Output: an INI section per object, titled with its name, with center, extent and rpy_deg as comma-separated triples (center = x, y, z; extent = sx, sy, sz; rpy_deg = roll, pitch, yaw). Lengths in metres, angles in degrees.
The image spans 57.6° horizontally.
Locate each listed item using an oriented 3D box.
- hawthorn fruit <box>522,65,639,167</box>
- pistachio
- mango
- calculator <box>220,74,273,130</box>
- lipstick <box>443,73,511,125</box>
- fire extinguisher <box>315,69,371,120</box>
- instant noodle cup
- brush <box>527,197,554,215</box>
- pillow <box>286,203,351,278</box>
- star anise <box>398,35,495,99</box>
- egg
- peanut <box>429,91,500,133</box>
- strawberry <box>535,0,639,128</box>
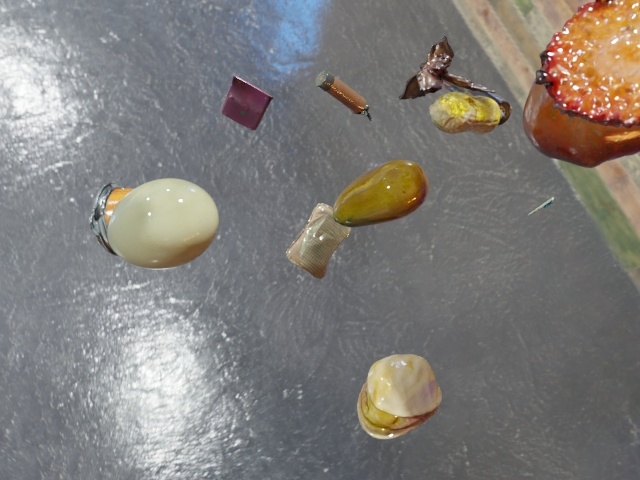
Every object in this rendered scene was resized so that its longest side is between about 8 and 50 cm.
[hawthorn fruit]
center = 0.578, -0.315, 1.245
extent = 0.277, 0.277, 0.298
rpy_deg = -47, 130, -33
[pistachio]
center = 0.239, 0.466, 1.757
extent = 0.230, 0.230, 0.309
rpy_deg = 52, 36, 9
[mango]
center = 0.152, -0.118, 1.472
extent = 0.139, 0.255, 0.175
rpy_deg = 65, 33, -14
[calculator]
center = -0.221, -0.395, 1.707
extent = 0.127, 0.190, 0.034
rpy_deg = 27, 61, -10
[lipstick]
center = 0.445, -0.418, 1.698
extent = 0.081, 0.081, 0.299
rpy_deg = -1, 31, -22
[fire extinguisher]
center = 0.030, -0.170, 0.694
extent = 0.083, 0.022, 0.028
rpy_deg = 28, 40, -35
[instant noodle cup]
center = -0.439, -0.057, 1.395
extent = 0.126, 0.177, 0.208
rpy_deg = -6, 21, 13
[brush]
center = 0.590, -0.087, 1.557
extent = 0.013, 0.083, 0.016
rpy_deg = 49, 43, 0
[pillow]
center = -0.002, -0.002, 1.722
extent = 0.135, 0.034, 0.211
rpy_deg = 34, 71, -8
[star anise]
center = 0.261, -0.326, 1.197
extent = 0.144, 0.140, 0.158
rpy_deg = 32, 98, -17
[egg]
center = -0.328, -0.032, 1.208
extent = 0.242, 0.186, 0.186
rpy_deg = -13, 62, 20
[peanut]
center = 0.305, -0.266, 1.227
extent = 0.207, 0.087, 0.087
rpy_deg = -7, 66, -42
[strawberry]
center = 0.443, -0.233, 0.868
extent = 0.234, 0.178, 0.233
rpy_deg = -8, 67, 21
